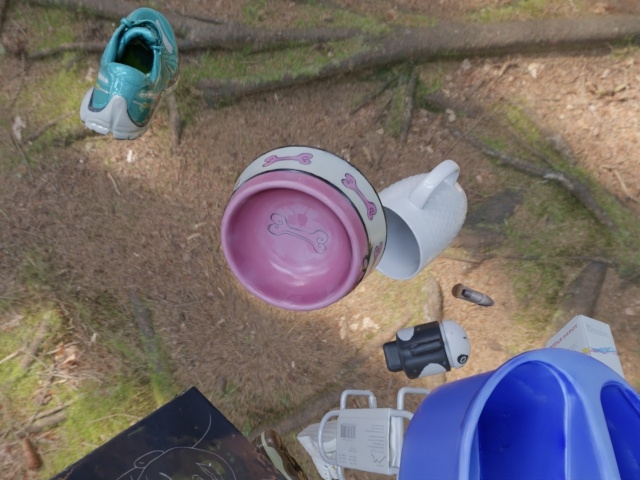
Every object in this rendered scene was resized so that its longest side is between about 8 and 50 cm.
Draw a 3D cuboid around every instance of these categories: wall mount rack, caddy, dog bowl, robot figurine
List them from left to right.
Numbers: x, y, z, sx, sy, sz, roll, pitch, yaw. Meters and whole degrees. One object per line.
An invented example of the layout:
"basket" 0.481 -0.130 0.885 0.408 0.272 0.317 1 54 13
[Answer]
"dog bowl" -0.054 -0.010 1.280 0.409 0.150 0.407 8 119 15
"wall mount rack" 0.130 0.454 1.079 0.131 0.350 0.303 14 69 -29
"robot figurine" 0.353 0.363 1.776 0.279 0.209 0.173 -16 110 12
"caddy" 0.204 0.271 0.481 0.242 0.179 0.341 16 67 -14

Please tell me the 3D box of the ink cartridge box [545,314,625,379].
"ink cartridge box" 0.529 0.258 1.078 0.073 0.127 0.175 19 44 -5

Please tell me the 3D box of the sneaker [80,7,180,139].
"sneaker" -0.234 -0.243 0.713 0.107 0.110 0.275 16 41 -21

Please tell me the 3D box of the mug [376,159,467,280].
"mug" 0.321 -0.099 1.694 0.328 0.374 0.276 -34 68 -33

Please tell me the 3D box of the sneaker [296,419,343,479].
"sneaker" 0.040 0.664 1.684 0.108 0.292 0.169 -31 86 -26

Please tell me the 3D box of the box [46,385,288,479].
"box" -0.222 0.543 0.781 0.480 0.472 0.297 42 104 11

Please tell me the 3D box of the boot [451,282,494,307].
"boot" 0.407 0.151 1.433 0.087 0.118 0.042 24 91 -6

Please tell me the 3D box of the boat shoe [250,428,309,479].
"boat shoe" -0.098 0.576 1.304 0.095 0.095 0.257 -28 102 1
